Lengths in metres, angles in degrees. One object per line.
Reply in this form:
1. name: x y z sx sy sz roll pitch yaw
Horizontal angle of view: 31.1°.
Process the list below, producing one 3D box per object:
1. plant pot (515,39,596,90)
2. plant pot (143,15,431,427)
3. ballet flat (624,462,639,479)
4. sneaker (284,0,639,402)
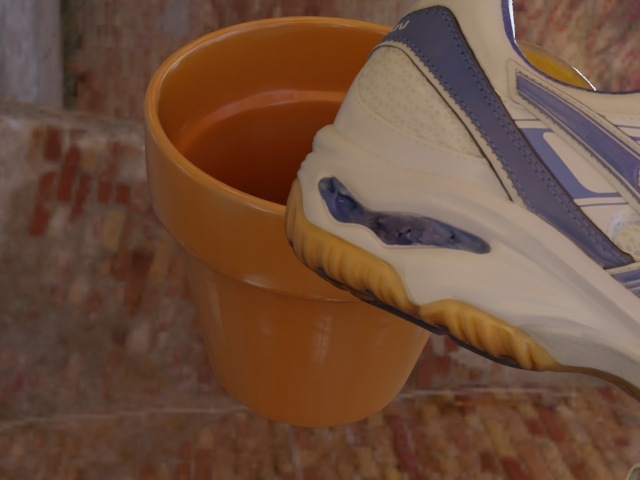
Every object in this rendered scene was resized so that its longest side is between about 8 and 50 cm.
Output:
1. plant pot: 0.170 -0.069 1.193 0.239 0.254 0.254 -52 -150 41
2. plant pot: 0.000 0.000 0.674 0.205 0.205 0.188 -96 -170 -51
3. ballet flat: 0.354 0.219 1.071 0.348 0.123 0.123 -59 -170 6
4. sneaker: 0.140 0.008 0.375 0.131 0.296 0.112 -64 175 -4
